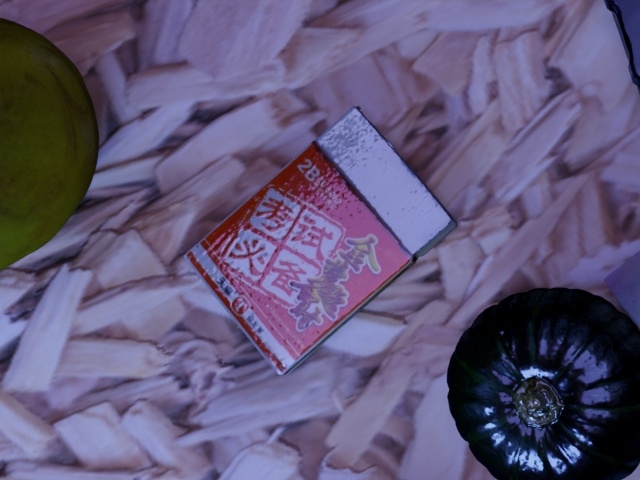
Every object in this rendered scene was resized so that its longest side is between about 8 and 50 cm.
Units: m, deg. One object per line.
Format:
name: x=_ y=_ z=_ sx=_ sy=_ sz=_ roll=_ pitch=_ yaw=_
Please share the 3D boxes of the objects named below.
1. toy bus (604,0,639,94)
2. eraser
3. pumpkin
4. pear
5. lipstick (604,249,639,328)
toy bus: x=0.309 y=-0.198 z=1.601 sx=0.057 sy=0.072 sz=0.172 roll=-18 pitch=78 yaw=8
eraser: x=0.000 y=0.000 z=1.661 sx=0.230 sy=0.038 sz=0.157 roll=-41 pitch=77 yaw=6
pumpkin: x=0.213 y=0.139 z=1.541 sx=0.202 sy=0.140 sz=0.202 roll=3 pitch=100 yaw=21
pear: x=-0.343 y=-0.095 z=1.601 sx=0.269 sy=0.321 sz=0.269 roll=-4 pitch=81 yaw=30
lipstick: x=0.407 y=-0.033 z=1.532 sx=0.317 sy=0.066 sz=0.068 roll=-41 pitch=61 yaw=15
